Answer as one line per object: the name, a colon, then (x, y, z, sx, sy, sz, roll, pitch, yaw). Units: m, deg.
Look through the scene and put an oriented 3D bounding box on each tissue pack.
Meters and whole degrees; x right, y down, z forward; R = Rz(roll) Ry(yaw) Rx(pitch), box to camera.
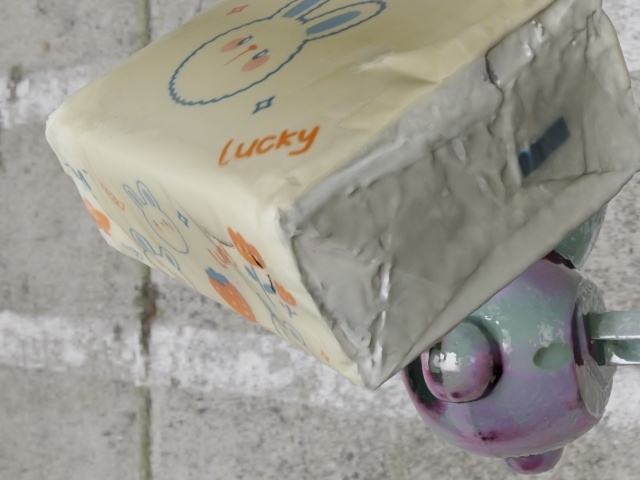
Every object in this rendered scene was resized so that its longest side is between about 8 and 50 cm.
tissue pack: (-0.001, -0.040, 0.420, 0.196, 0.148, 0.092, 19, 142, 54)

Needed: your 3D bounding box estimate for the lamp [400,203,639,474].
lamp: (0.186, 0.039, 0.942, 0.247, 0.247, 0.301, -2, 60, 26)
